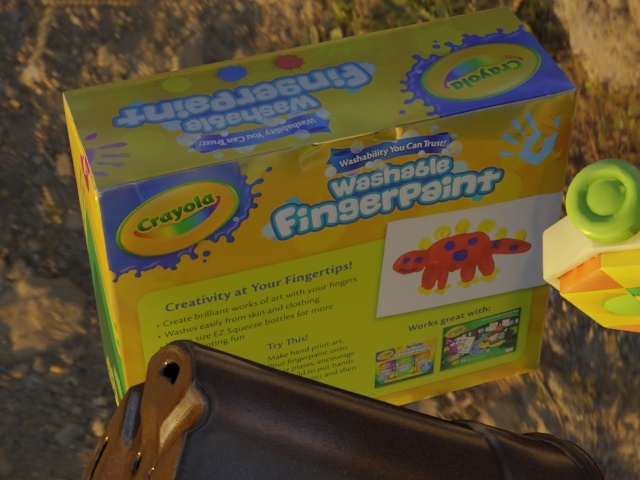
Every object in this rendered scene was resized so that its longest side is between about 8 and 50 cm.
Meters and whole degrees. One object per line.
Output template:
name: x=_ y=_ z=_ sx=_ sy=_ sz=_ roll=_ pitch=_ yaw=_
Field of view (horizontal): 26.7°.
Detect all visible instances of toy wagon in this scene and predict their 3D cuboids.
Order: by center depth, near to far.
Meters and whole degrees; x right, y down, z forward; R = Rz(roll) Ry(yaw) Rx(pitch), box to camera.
toy wagon: x=0.336 y=0.005 z=0.945 sx=0.344 sy=0.267 sz=0.068 roll=-6 pitch=70 yaw=29

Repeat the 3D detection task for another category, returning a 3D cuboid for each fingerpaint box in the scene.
fingerpaint box: x=0.000 y=0.000 z=1.321 sx=0.444 sy=0.371 sz=0.163 roll=-14 pitch=43 yaw=-14

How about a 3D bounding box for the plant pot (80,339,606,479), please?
plant pot: x=-0.003 y=0.124 z=0.506 sx=0.165 sy=0.167 sz=0.167 roll=24 pitch=81 yaw=-19
